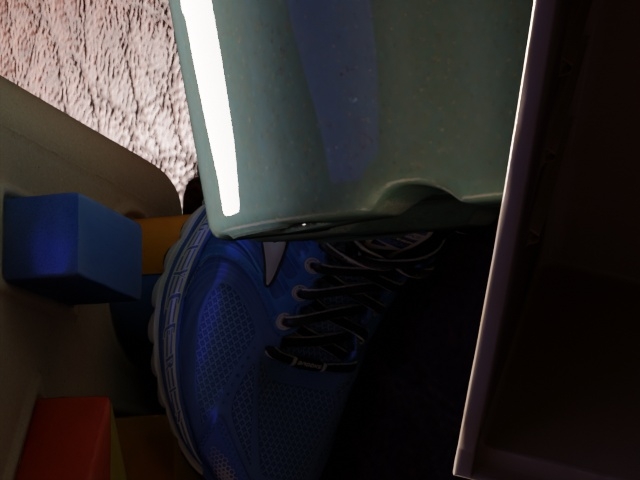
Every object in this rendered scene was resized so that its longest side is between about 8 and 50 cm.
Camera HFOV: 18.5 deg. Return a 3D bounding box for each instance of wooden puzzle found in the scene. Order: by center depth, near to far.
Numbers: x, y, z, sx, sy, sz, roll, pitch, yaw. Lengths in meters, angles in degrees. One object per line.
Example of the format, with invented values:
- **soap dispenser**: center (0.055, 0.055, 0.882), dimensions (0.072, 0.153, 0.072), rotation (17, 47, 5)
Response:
- **wooden puzzle**: center (-0.127, 0.080, 1.172), dimensions (0.081, 0.322, 0.347), rotation (-9, 77, 16)

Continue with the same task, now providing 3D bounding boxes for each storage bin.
- **storage bin**: center (0.199, -0.013, 0.678), dimensions (0.123, 0.260, 0.262), rotation (-67, -13, -45)

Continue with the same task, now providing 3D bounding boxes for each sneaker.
- **sneaker**: center (0.000, 0.000, 1.116), dimensions (0.147, 0.130, 0.330), rotation (20, 100, 55)

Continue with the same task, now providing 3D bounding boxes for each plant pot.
- **plant pot**: center (0.058, -0.174, 0.929), dimensions (0.341, 0.341, 0.334), rotation (-8, 87, 52)
